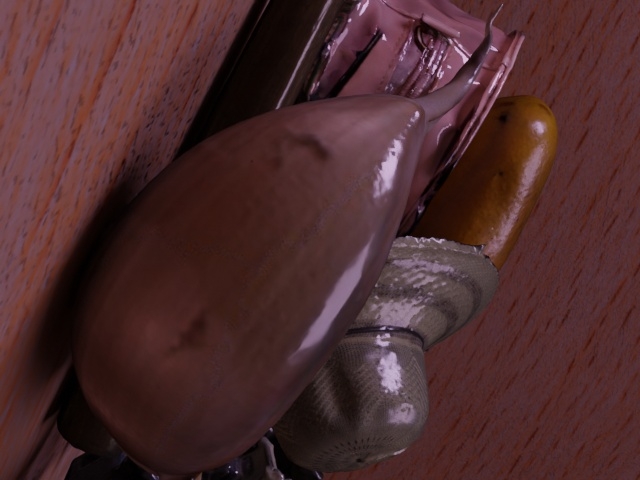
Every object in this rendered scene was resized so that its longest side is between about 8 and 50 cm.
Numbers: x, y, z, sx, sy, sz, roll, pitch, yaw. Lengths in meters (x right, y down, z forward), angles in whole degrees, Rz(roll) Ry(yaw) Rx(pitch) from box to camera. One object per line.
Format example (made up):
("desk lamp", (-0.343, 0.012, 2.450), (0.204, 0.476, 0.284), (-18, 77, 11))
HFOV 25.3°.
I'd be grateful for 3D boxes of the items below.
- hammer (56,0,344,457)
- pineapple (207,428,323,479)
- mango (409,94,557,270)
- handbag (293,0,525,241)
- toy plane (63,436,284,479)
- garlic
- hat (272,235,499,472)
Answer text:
("hammer", (-0.015, -0.087, 0.673), (0.440, 0.044, 0.168), (-62, 179, 15))
("pineapple", (-0.087, 0.252, 1.184), (0.357, 0.222, 0.223), (-61, 178, -33))
("mango", (0.111, -0.032, 1.036), (0.178, 0.090, 0.115), (-62, -177, 22))
("handbag", (0.039, -0.087, 0.947), (0.205, 0.116, 0.179), (-55, -174, 44))
("toy plane", (-0.113, 0.139, 0.784), (0.192, 0.088, 0.262), (-29, -153, 3))
("garlic", (-0.009, -0.005, 0.607), (0.266, 0.128, 0.148), (-44, -159, 6))
("hat", (0.017, 0.100, 0.970), (0.252, 0.252, 0.110), (115, -35, -59))
